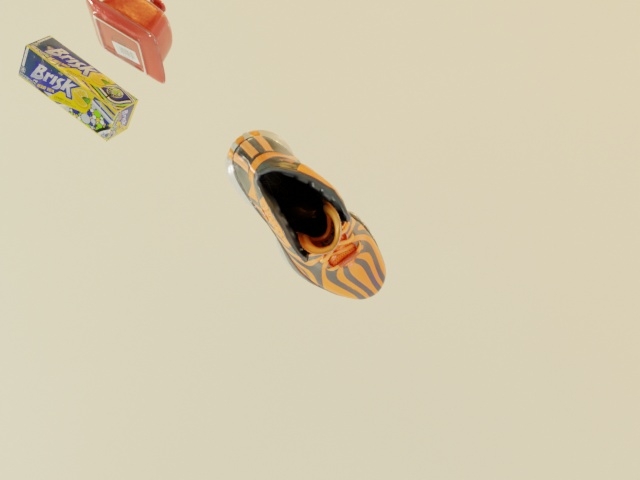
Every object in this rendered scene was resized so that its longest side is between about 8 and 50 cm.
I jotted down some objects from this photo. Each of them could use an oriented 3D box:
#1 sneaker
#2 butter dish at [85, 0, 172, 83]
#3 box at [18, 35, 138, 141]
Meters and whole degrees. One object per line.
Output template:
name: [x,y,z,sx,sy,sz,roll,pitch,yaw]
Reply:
sneaker: [0.000,0.000,1.242,0.124,0.321,0.180,-45,-149,2]
butter dish: [-0.323,-0.388,1.665,0.160,0.160,0.118,32,-112,11]
box: [-0.349,-0.220,1.331,0.169,0.059,0.054,36,-142,6]
